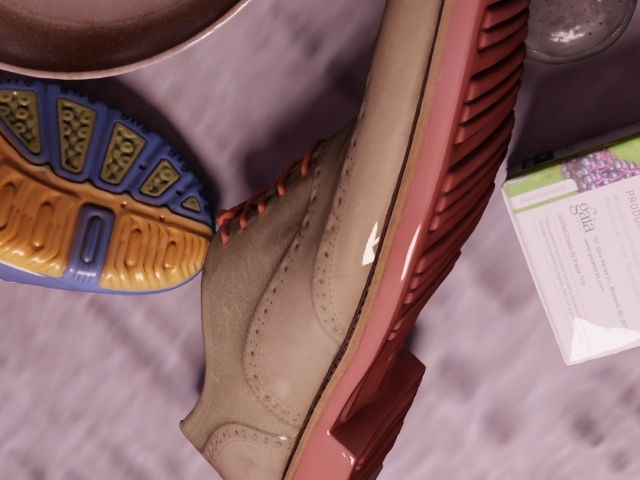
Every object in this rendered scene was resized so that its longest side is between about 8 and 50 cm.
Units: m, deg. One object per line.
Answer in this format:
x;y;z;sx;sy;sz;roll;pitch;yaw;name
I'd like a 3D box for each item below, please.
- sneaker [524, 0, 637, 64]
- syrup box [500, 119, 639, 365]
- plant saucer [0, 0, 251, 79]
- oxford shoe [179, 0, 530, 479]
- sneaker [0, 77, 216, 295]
0.068;-0.210;0.391;0.107;0.162;0.281;-18;96;16;sneaker
0.213;-0.027;0.430;0.237;0.093;0.096;-19;96;16;syrup box
-0.132;-0.244;0.491;0.311;0.050;0.310;3;102;13;plant saucer
0.000;0.000;0.451;0.130;0.123;0.348;27;116;18;oxford shoe
-0.209;-0.024;0.534;0.297;0.131;0.111;15;60;-6;sneaker
